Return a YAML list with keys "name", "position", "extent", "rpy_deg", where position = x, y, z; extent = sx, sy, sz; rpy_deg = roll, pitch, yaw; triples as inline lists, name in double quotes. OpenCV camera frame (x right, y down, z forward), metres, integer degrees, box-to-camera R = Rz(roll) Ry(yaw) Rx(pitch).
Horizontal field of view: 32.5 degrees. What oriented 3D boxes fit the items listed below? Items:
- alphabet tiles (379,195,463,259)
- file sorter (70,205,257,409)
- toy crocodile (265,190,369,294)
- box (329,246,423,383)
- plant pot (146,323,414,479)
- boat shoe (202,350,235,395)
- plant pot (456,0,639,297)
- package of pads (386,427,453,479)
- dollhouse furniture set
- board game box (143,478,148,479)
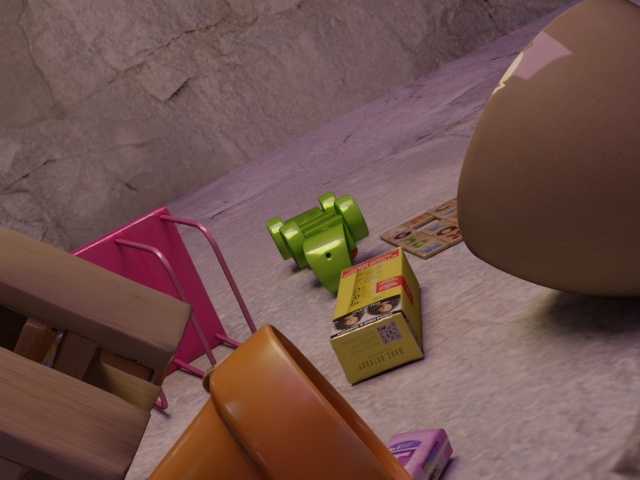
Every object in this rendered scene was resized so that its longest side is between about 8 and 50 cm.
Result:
- name: "alphabet tiles"
  position: [0.215, -0.043, 1.547]
  extent: [0.237, 0.009, 0.198]
  rpy_deg: [-27, 13, -9]
- name: "file sorter"
  position: [-0.245, 0.117, 1.330]
  extent: [0.291, 0.202, 0.182]
  rpy_deg: [-30, 17, -22]
- name: "toy crocodile"
  position: [0.000, 0.000, 1.591]
  extent: [0.115, 0.105, 0.340]
  rpy_deg: [-26, 9, -7]
- name: "box"
  position: [0.065, 0.078, 1.231]
  extent: [0.087, 0.058, 0.232]
  rpy_deg: [-22, 13, 12]
- name: "plant pot"
  position: [-0.038, 0.192, 0.729]
  extent: [0.188, 0.205, 0.205]
  rpy_deg: [-41, 14, -2]
- name: "boat shoe"
  position: [-0.087, 0.159, 1.195]
  extent: [0.059, 0.063, 0.170]
  rpy_deg: [-32, 6, -19]
- name: "plant pot"
  position: [0.291, -0.058, 1.008]
  extent: [0.284, 0.284, 0.191]
  rpy_deg: [-31, 48, -28]
- name: "package of pads"
  position: [0.069, 0.184, 0.877]
  extent: [0.050, 0.032, 0.083]
  rpy_deg: [-19, 14, 32]
- name: "dollhouse furniture set"
  position: [-0.263, 0.147, 0.695]
  extent: [0.394, 0.257, 0.362]
  rpy_deg: [-80, 14, -70]
- name: "board game box"
  position: [-0.087, 0.234, 0.891]
  extent: [0.194, 0.060, 0.194]
  rpy_deg: [-25, 14, -2]
